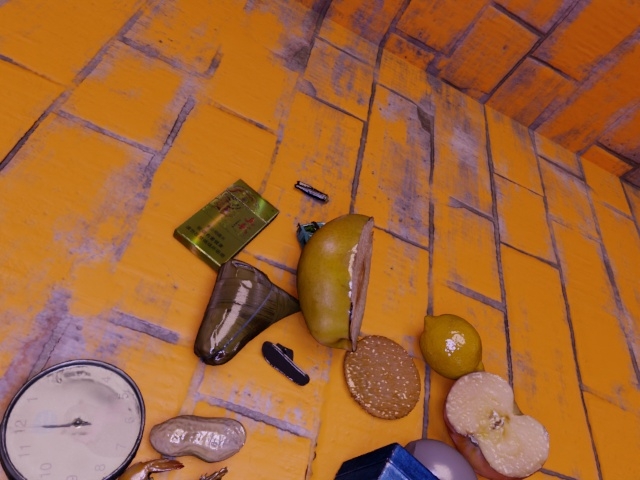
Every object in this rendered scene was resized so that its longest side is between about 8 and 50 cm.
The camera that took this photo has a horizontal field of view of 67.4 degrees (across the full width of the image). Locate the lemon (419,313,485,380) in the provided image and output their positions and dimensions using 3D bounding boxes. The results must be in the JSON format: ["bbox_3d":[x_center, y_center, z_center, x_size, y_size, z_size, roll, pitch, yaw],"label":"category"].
[{"bbox_3d":[0.401,0.326,1.465,0.244,0.187,0.187,47,48,2],"label":"lemon"}]

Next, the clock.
[{"bbox_3d":[-0.508,0.384,0.997,0.280,0.055,0.280,15,51,-20],"label":"clock"}]

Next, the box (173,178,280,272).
[{"bbox_3d":[-0.275,-0.055,1.453,0.173,0.043,0.311,39,47,2],"label":"box"}]

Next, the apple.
[{"bbox_3d":[0.469,0.541,1.360,0.251,0.163,0.293,-19,56,-26],"label":"apple"}]

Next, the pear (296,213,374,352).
[{"bbox_3d":[0.034,0.110,1.362,0.191,0.340,0.386,7,55,14],"label":"pear"}]

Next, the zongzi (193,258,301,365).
[{"bbox_3d":[-0.166,0.223,1.274,0.300,0.138,0.286,34,53,-31],"label":"zongzi"}]

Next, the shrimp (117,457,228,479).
[{"bbox_3d":[-0.315,0.523,0.997,0.249,0.068,0.150,-8,64,-25],"label":"shrimp"}]

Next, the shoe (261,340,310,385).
[{"bbox_3d":[-0.088,0.321,1.279,0.159,0.062,0.053,41,35,4],"label":"shoe"}]

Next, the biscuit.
[{"bbox_3d":[0.180,0.393,1.390,0.254,0.035,0.254,14,52,-19],"label":"biscuit"}]

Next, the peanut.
[{"bbox_3d":[-0.269,0.441,1.066,0.214,0.090,0.098,13,51,-19],"label":"peanut"}]

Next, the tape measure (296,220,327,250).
[{"bbox_3d":[0.000,0.000,1.543,0.125,0.081,0.146,-8,62,-30],"label":"tape measure"}]

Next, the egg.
[{"bbox_3d":[0.302,0.608,1.207,0.232,0.176,0.176,38,47,-8],"label":"egg"}]

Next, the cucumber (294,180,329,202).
[{"bbox_3d":[-0.029,-0.169,1.683,0.135,0.034,0.033,25,63,-6],"label":"cucumber"}]

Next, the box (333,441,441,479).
[{"bbox_3d":[0.187,0.612,1.081,0.279,0.261,0.116,42,50,4],"label":"box"}]
